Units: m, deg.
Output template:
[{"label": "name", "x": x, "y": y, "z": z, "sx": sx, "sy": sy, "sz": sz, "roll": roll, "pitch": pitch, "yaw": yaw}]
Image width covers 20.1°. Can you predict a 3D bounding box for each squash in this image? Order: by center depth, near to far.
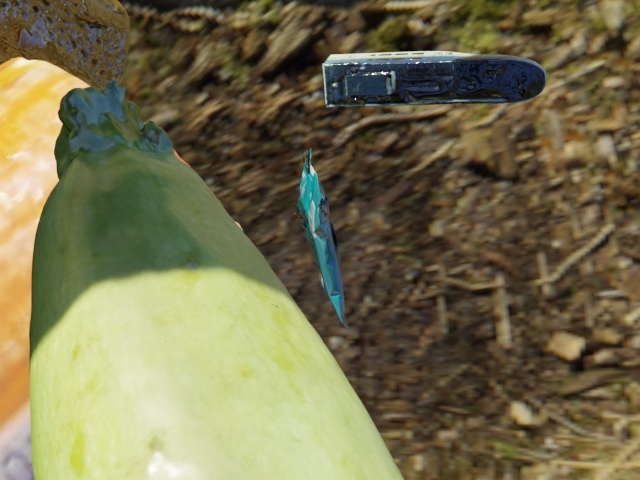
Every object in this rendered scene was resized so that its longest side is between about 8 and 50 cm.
[{"label": "squash", "x": -0.021, "y": 0.105, "z": 0.512, "sx": 0.118, "sy": 0.118, "sz": 0.371, "roll": -14, "pitch": 54, "yaw": -20}]

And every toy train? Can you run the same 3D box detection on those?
[{"label": "toy train", "x": 0.121, "y": -0.171, "z": 1.892, "sx": 0.233, "sy": 0.051, "sz": 0.052, "roll": -1, "pitch": 112, "yaw": 12}]

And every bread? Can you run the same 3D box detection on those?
[{"label": "bread", "x": -0.275, "y": -0.220, "z": 1.702, "sx": 0.271, "sy": 0.077, "sz": 0.139, "roll": 31, "pitch": 61, "yaw": -58}]

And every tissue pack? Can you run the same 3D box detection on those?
[{"label": "tissue pack", "x": 0.000, "y": 0.000, "z": 1.510, "sx": 0.028, "sy": 0.085, "sz": 0.138, "roll": -15, "pitch": 125, "yaw": -2}]

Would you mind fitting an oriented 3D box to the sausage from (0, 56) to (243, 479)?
[{"label": "sausage", "x": -0.189, "y": 0.079, "z": 0.922, "sx": 0.287, "sy": 0.233, "sz": 0.233, "roll": -45, "pitch": 100, "yaw": -20}]
